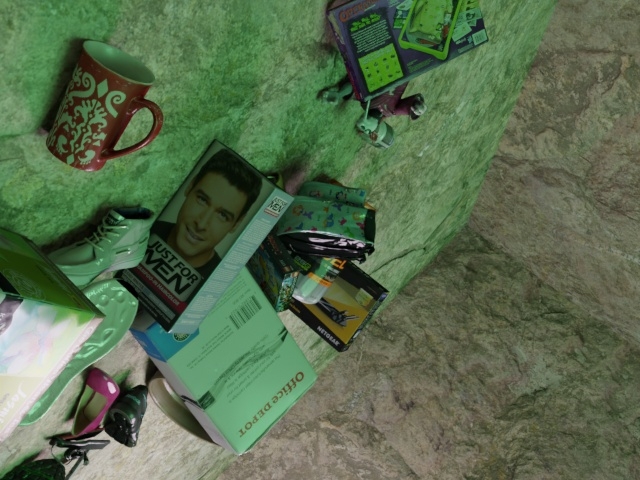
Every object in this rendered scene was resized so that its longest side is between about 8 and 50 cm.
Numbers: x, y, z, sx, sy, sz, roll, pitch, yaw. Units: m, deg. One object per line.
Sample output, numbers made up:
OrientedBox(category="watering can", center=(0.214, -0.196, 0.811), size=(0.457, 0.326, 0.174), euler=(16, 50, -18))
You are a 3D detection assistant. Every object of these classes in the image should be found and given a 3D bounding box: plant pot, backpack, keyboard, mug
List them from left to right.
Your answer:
OrientedBox(category="keyboard", center=(-0.678, 0.648, 1.736), size=(0.072, 0.014, 0.256), euler=(-46, -169, 45))
OrientedBox(category="mug", center=(-0.328, -0.186, 1.000), size=(0.113, 0.150, 0.169), euler=(7, 125, -51))
OrientedBox(category="plant pot", center=(-0.286, 0.393, 1.937), size=(0.280, 0.323, 0.323), euler=(-57, 168, -39))
OrientedBox(category="backpack", center=(0.002, -0.045, 1.720), size=(0.225, 0.253, 0.191), euler=(126, -36, -74))

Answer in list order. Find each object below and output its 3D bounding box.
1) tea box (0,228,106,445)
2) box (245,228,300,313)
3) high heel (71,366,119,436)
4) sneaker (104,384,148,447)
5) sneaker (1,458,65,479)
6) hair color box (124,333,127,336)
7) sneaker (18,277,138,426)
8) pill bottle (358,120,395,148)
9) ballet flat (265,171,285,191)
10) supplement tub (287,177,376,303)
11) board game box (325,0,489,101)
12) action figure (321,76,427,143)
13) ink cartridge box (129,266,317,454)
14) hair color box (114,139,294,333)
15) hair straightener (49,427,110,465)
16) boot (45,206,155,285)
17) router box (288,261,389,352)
OrientedBox(category="tea box", center=(-0.559, 0.149, 0.964), size=(0.329, 0.220, 0.323), euler=(-51, 161, 0))
OrientedBox(category="box", center=(-0.139, 0.047, 1.684), size=(0.044, 0.233, 0.159), euler=(-16, 144, -30))
OrientedBox(category="high heel", center=(-0.556, 0.392, 1.611), size=(0.117, 0.082, 0.244), euler=(-50, 176, -36))
OrientedBox(category="sneaker", center=(-0.517, 0.483, 1.829), size=(0.106, 0.101, 0.267), euler=(-59, 180, -40))
OrientedBox(category="sneaker", center=(-0.763, 0.672, 1.628), size=(0.343, 0.134, 0.146), euler=(-47, -179, -14))
OrientedBox(category="hair color box", center=(-0.485, 0.185, 1.440), size=(0.093, 0.053, 0.167), euler=(-44, 158, -23))
OrientedBox(category="sneaker", center=(-0.509, 0.192, 1.259), size=(0.130, 0.236, 0.323), euler=(51, 62, -27))
OrientedBox(category="pill bottle", center=(0.162, -0.314, 1.938), size=(0.078, 0.078, 0.137), euler=(-55, 160, 10))
OrientedBox(category="ballet flat", center=(-0.171, -0.114, 1.603), size=(0.232, 0.080, 0.073), euler=(-29, 123, -51))
OrientedBox(category="supplement tub", center=(0.000, 0.000, 1.946), size=(0.338, 0.207, 0.207), euler=(-54, 160, 5))
OrientedBox(category="board game box", center=(0.200, -0.473, 1.483), size=(0.347, 0.056, 0.208), euler=(-28, 117, -14))
OrientedBox(category="action figure", center=(0.161, -0.420, 1.670), size=(0.276, 0.248, 0.370), euler=(-70, -178, -54))
OrientedBox(category="ink cartridge box", center=(-0.234, 0.276, 1.645), size=(0.285, 0.395, 0.166), euler=(-41, -160, -27))
OrientedBox(category="hair color box", center=(-0.248, -0.003, 1.427), size=(0.374, 0.185, 0.113), euler=(-53, 160, 4))
OrientedBox(category="hair straightener", center=(-0.612, 0.531, 1.715), size=(0.047, 0.089, 0.230), euler=(-36, 161, 3))
OrientedBox(category="boot", center=(-0.410, -0.003, 1.241), size=(0.123, 0.095, 0.258), euler=(-65, 165, 19))
OrientedBox(category="router box", center=(0.028, 0.169, 2.154), size=(0.243, 0.309, 0.081), euler=(-55, 161, 9))
